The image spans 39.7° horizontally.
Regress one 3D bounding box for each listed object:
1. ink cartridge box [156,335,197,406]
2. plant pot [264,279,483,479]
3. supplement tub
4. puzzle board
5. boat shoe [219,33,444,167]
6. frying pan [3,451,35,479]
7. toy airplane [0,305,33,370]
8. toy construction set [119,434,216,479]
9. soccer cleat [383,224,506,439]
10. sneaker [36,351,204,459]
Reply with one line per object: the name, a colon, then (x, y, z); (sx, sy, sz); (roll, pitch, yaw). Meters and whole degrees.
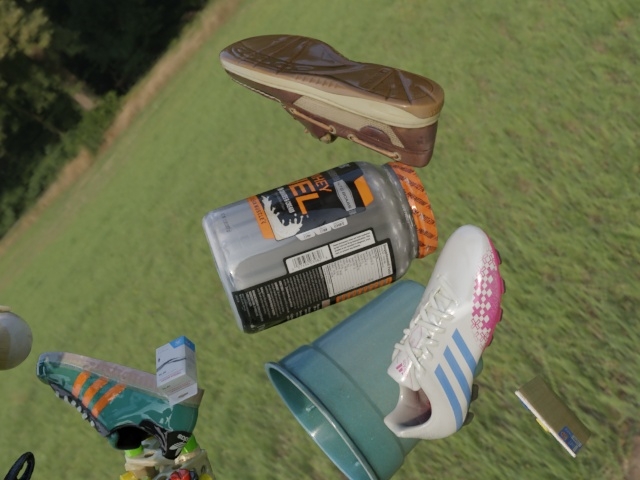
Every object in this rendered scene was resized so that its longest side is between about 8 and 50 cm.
ink cartridge box: (-0.194, 0.175, 1.192); (0.048, 0.028, 0.083); (-28, 43, 14)
plant pot: (0.123, 0.273, 1.774); (0.334, 0.341, 0.341); (-39, 12, -15)
supplement tub: (0.000, 0.000, 1.311); (0.315, 0.194, 0.193); (-20, 13, -8)
puzzle board: (0.279, 0.209, 1.061); (0.011, 0.096, 0.128); (-46, -17, 18)
boat shoe: (0.006, -0.183, 1.188); (0.123, 0.341, 0.123); (-43, -37, -42)
frying pan: (-0.354, 0.358, 0.947); (0.053, 0.197, 0.326); (-15, -1, 13)
toy airplane: (-0.531, 0.192, 1.240); (0.272, 0.385, 0.386); (-17, 34, -27)
toy construction set: (-0.283, 0.410, 1.339); (0.215, 0.151, 0.328); (-1, 36, 38)
soccer cleat: (0.172, 0.142, 1.281); (0.116, 0.143, 0.332); (30, 117, 55)
sneaker: (-0.320, 0.245, 1.332); (0.302, 0.108, 0.121); (9, 77, 28)
